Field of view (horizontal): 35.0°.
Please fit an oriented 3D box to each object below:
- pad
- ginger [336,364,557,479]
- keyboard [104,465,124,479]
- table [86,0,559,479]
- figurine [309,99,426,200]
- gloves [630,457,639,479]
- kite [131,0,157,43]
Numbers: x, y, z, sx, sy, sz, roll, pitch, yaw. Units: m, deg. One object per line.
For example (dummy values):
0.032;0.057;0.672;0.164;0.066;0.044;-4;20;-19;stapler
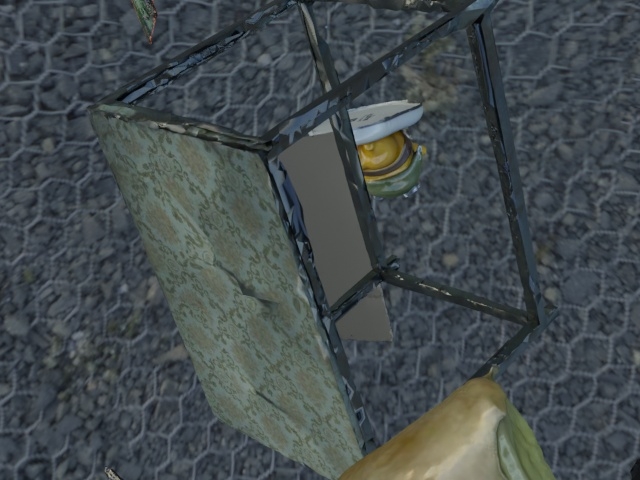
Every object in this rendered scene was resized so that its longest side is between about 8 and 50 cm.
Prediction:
0.000;0.000;1.163;0.004;0.163;0.243;-22;103;-41;pad
0.067;0.194;0.641;0.138;0.152;0.267;49;137;19;ginger
-0.245;0.410;1.424;0.017;0.087;0.250;-38;139;-27;keyboard
0.021;-0.015;0.880;0.272;0.222;0.335;-38;127;-30;table
0.072;-0.114;1.454;0.166;0.250;0.141;-6;104;23;figurine
0.218;0.146;0.402;0.129;0.106;0.181;-36;105;11;gloves
-0.133;-0.244;0.784;0.159;0.010;0.190;43;137;26;kite
